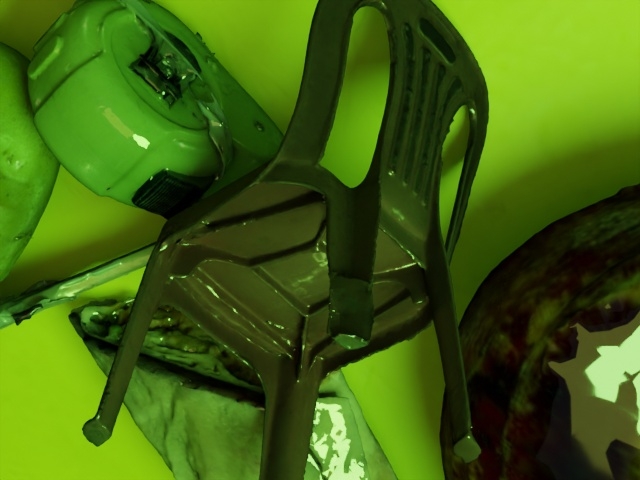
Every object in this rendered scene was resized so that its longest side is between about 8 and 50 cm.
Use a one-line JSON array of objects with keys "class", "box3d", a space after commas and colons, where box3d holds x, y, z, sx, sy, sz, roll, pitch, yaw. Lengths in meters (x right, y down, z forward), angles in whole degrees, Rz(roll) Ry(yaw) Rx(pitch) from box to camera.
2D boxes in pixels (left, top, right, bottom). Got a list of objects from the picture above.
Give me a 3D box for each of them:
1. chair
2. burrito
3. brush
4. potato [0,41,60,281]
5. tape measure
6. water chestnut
[{"class": "chair", "box3d": [0.000, 0.000, 0.850, 0.183, 0.326, 0.175, -27, 125, 30]}, {"class": "burrito", "box3d": [-0.026, 0.164, 0.966, 0.175, 0.107, 0.347, -27, 97, 31]}, {"class": "brush", "box3d": [-0.148, 0.019, 0.969, 0.337, 0.085, 0.020, -22, 96, 3]}, {"class": "potato", "box3d": [-0.288, -0.035, 0.927, 0.253, 0.148, 0.186, -34, 115, 3]}, {"class": "tape measure", "box3d": [-0.117, -0.091, 0.898, 0.177, 0.154, 0.087, 47, 123, -3]}, {"class": "water chestnut", "box3d": [0.240, 0.129, 0.845, 0.350, 0.302, 0.350, 0, 100, 2]}]
